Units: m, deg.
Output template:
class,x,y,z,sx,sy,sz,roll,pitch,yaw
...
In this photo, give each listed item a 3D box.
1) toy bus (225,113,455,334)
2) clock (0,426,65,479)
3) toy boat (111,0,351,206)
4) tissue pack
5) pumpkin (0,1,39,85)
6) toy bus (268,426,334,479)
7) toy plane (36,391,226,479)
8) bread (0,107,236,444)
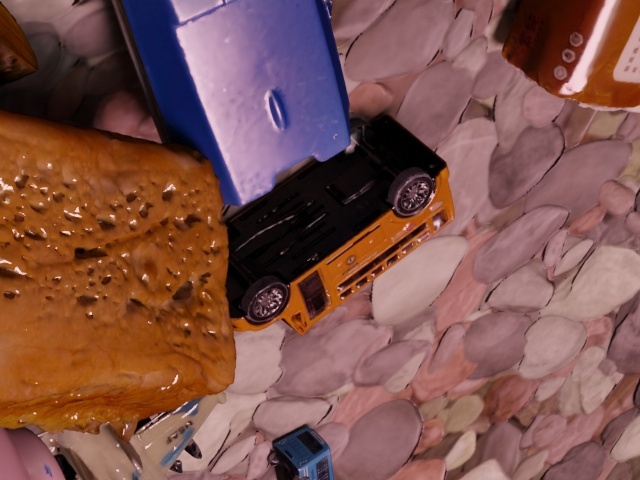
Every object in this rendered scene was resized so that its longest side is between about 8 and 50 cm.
class,x,y,z,sx,sy,sz,roll,pitch,yaw
toy bus,0.000,0.000,1.302,0.194,0.083,0.088,-36,141,-12
clock,-0.298,0.215,0.996,0.368,0.377,0.251,-15,130,-20
toy boat,-0.069,-0.172,1.104,0.129,0.088,0.295,-30,128,-17
tissue pack,0.250,-0.207,1.334,0.183,0.092,0.226,1,123,-41
pumpkin,-0.272,-0.110,0.957,0.163,0.111,0.278,-41,142,3
toy bus,-0.012,0.194,1.495,0.046,0.038,0.083,-30,139,-22
toy plane,-0.139,0.181,1.349,0.192,0.088,0.262,-33,150,-6
bread,-0.181,0.018,0.986,0.380,0.109,0.185,10,77,-60
